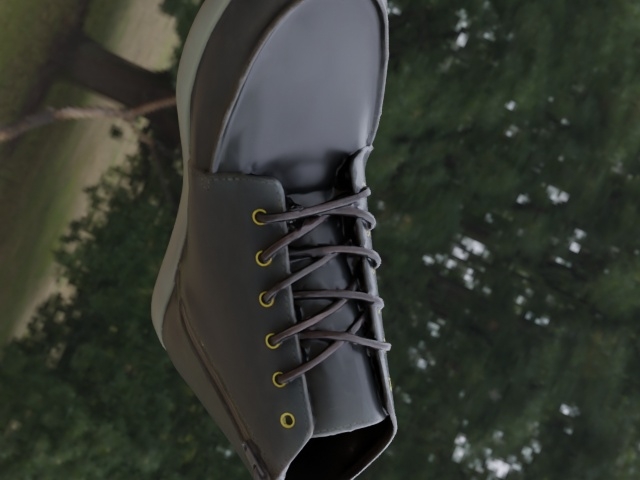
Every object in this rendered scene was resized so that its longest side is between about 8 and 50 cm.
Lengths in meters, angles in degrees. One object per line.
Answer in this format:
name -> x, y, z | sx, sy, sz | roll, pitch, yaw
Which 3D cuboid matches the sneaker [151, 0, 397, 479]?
sneaker -> 0.000, 0.000, 0.431 | 0.118, 0.083, 0.222 | 55, -36, 36
